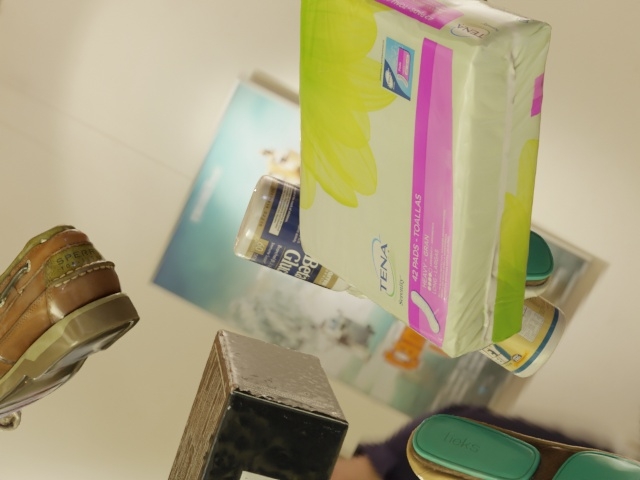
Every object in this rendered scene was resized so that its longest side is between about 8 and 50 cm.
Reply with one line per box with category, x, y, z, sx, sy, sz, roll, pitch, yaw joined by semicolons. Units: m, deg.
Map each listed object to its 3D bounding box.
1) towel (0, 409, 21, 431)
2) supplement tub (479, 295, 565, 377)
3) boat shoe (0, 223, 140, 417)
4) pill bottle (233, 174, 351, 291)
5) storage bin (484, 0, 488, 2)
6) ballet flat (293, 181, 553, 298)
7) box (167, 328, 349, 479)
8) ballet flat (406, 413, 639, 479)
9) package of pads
towel;-0.463;0.108;1.436;0.049;0.282;0.187;-49;15;1
supplement tub;0.320;0.137;2.177;0.144;0.200;0.144;-56;7;10
boat shoe;-0.271;0.085;1.082;0.307;0.104;0.111;-34;-9;37
pill bottle;0.000;0.000;1.308;0.094;0.169;0.094;-160;90;-83
storage bin;0.135;-0.250;1.540;0.180;0.084;0.122;-27;2;11
ballet flat;0.107;0.027;1.515;0.139;0.400;0.139;-27;58;55
box;-0.102;0.322;1.769;0.294;0.183;0.296;-124;52;-74
ballet flat;0.166;0.182;0.861;0.080;0.232;0.073;-42;-51;-30
package of pads;0.076;-0.075;1.049;0.101;0.229;0.296;-21;-54;-31
